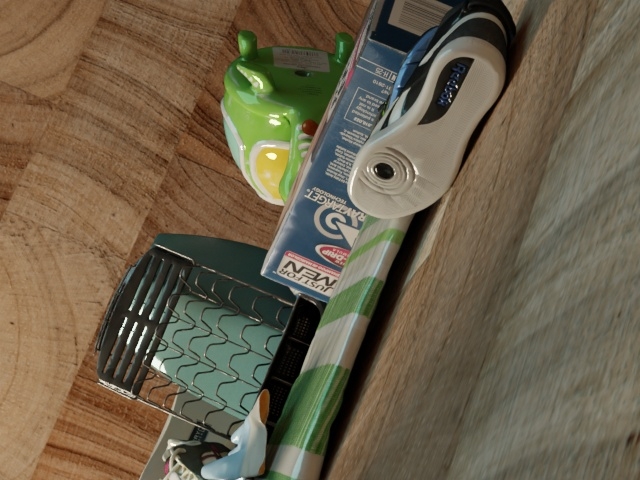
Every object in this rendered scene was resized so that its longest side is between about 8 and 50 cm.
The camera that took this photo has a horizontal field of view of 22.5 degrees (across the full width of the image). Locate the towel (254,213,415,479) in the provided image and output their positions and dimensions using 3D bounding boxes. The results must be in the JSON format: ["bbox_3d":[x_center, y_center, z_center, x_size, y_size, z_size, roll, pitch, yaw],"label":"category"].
[{"bbox_3d":[0.024,0.091,1.507,0.248,0.038,0.324,136,158,-79],"label":"towel"}]

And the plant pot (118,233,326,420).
[{"bbox_3d":[-0.130,0.100,2.065,0.165,0.234,0.165,-74,8,-57],"label":"plant pot"}]

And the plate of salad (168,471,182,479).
[{"bbox_3d":[-0.117,0.319,1.543,0.200,0.048,0.199,173,90,-76],"label":"plate of salad"}]

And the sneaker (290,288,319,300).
[{"bbox_3d":[0.000,0.000,2.052,0.237,0.085,0.086,-61,-30,-60],"label":"sneaker"}]

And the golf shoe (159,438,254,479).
[{"bbox_3d":[-0.132,0.296,1.852,0.273,0.120,0.105,-132,66,-84],"label":"golf shoe"}]

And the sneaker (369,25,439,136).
[{"bbox_3d":[0.086,-0.135,1.614,0.078,0.067,0.188,-111,37,-53],"label":"sneaker"}]

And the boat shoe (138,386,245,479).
[{"bbox_3d":[-0.164,0.284,2.254,0.340,0.127,0.158,-58,-11,-34],"label":"boat shoe"}]

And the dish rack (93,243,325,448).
[{"bbox_3d":[-0.139,0.127,1.918,0.208,0.272,0.074,-67,-16,-3],"label":"dish rack"}]

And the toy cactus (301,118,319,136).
[{"bbox_3d":[0.048,-0.149,2.181,0.180,0.112,0.219,-58,-10,-30],"label":"toy cactus"}]

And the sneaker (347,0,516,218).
[{"bbox_3d":[0.103,-0.117,1.368,0.217,0.079,0.121,-52,10,44],"label":"sneaker"}]

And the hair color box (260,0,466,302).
[{"bbox_3d":[0.049,-0.112,1.798,0.174,0.105,0.347,-72,5,-52],"label":"hair color box"}]

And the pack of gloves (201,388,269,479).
[{"bbox_3d":[-0.092,0.263,1.579,0.232,0.046,0.195,118,157,-70],"label":"pack of gloves"}]

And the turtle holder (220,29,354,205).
[{"bbox_3d":[-0.018,-0.165,2.428,0.320,0.243,0.227,40,131,45],"label":"turtle holder"}]
